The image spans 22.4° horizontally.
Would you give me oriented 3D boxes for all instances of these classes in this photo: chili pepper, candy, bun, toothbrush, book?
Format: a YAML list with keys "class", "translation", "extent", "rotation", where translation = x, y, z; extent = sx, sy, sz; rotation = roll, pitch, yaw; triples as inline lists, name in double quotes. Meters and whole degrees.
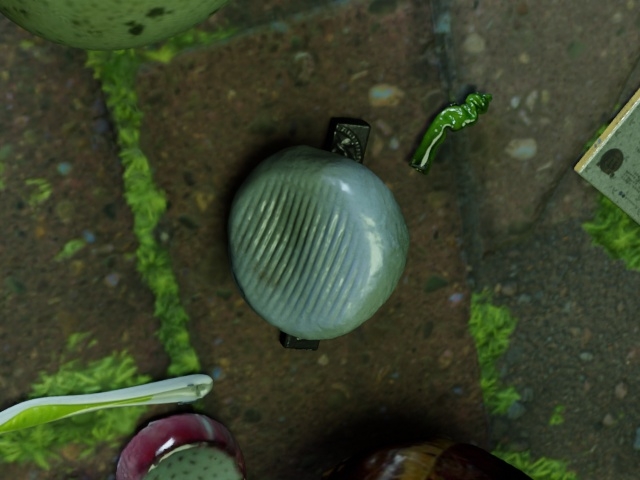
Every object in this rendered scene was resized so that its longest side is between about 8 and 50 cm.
- class: "chili pepper"
  translation: [0.098, -0.085, 1.227]
  extent: [0.027, 0.022, 0.083]
  rotation: [44, 94, -2]
- class: "candy"
  translation: [-0.108, 0.184, 1.257]
  extent: [0.103, 0.043, 0.103]
  rotation: [-11, 120, -20]
- class: "bun"
  translation: [0.000, 0.000, 1.170]
  extent: [0.083, 0.141, 0.141]
  rotation: [-25, 136, -62]
- class: "toothbrush"
  translation: [-0.202, 0.130, 1.194]
  extent: [0.263, 0.026, 0.022]
  rotation: [-8, 125, -22]
- class: "book"
  translation: [0.296, -0.095, 1.320]
  extent: [0.118, 0.012, 0.172]
  rotation: [34, 99, -36]

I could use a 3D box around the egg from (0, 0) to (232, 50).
- class: "egg"
  translation: [-0.112, -0.206, 0.970]
  extent: [0.228, 0.177, 0.177]
  rotation: [-19, 124, -36]

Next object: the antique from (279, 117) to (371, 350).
- class: "antique"
  translation: [0.002, -0.002, 1.228]
  extent: [0.031, 0.015, 0.192]
  rotation: [1, 115, -26]

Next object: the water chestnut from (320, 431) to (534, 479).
- class: "water chestnut"
  translation: [0.064, 0.297, 1.298]
  extent: [0.300, 0.300, 0.300]
  rotation: [-11, 120, -20]
